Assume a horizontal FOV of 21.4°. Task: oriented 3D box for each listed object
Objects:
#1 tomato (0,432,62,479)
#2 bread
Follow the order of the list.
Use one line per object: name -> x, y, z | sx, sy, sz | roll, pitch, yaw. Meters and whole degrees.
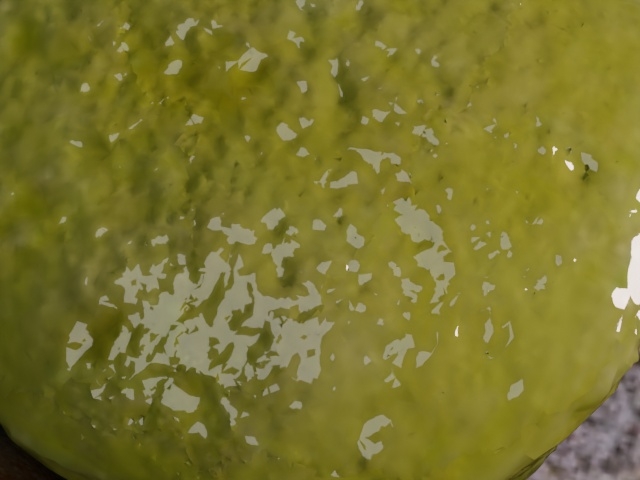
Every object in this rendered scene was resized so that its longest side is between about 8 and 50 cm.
tomato -> -0.228, 0.219, 0.853 | 0.270, 0.223, 0.270 | -1, 66, 2
bread -> 0.000, 0.000, 0.829 | 0.348, 0.308, 0.348 | -3, 67, 8
